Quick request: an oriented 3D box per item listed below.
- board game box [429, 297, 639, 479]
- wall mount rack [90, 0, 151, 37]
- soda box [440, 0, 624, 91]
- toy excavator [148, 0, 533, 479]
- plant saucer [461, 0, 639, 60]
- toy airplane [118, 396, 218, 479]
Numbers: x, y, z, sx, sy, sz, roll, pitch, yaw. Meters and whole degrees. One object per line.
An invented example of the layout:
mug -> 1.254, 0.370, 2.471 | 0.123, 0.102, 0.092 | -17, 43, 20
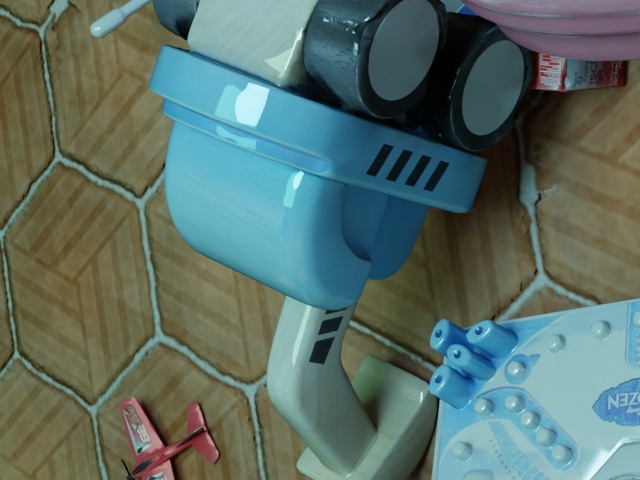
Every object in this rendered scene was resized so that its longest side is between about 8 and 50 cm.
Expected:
board game box -> 0.229, 0.215, 1.283 | 0.390, 0.050, 0.390 | -12, 58, 37
wall mount rack -> -0.167, -0.385, 1.715 | 0.350, 0.130, 0.304 | 53, 125, 27
soda box -> 0.133, -0.181, 1.477 | 0.263, 0.092, 0.084 | 12, 105, 42
toy excavator -> 0.000, 0.000, 1.428 | 0.222, 0.433, 0.445 | 26, 97, 35
plant saucer -> 0.247, -0.217, 1.239 | 0.332, 0.332, 0.084 | 13, 127, 41
toy airplane -> -0.162, 0.224, 1.821 | 0.151, 0.028, 0.151 | 5, 97, 41
